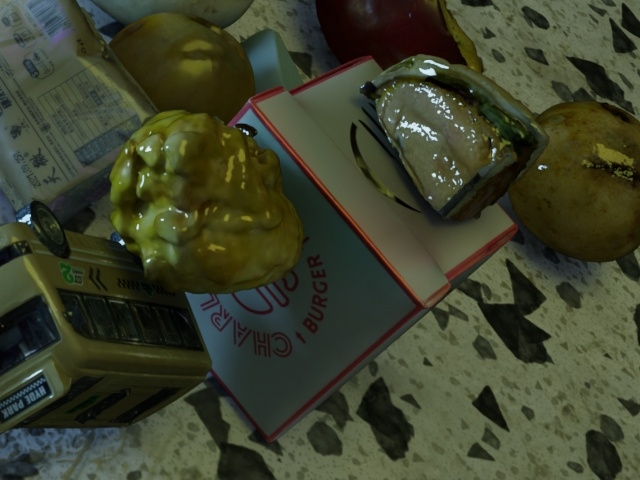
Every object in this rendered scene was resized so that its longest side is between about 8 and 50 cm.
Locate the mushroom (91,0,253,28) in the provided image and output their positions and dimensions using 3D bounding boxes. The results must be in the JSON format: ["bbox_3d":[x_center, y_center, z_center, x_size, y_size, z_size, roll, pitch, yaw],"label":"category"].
[{"bbox_3d":[-0.236,-0.436,2.276,0.356,0.315,0.315,52,16,-58],"label":"mushroom"}]

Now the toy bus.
[{"bbox_3d":[-0.263,0.093,1.706,0.201,0.177,0.365,62,15,15],"label":"toy bus"}]

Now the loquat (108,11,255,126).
[{"bbox_3d":[-0.189,-0.194,2.137,0.213,0.213,0.213,25,41,-24],"label":"loquat"}]

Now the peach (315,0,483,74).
[{"bbox_3d":[0.109,-0.336,2.544,0.361,0.201,0.258,67,10,7],"label":"peach"}]

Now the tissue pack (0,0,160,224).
[{"bbox_3d":[-0.325,-0.167,1.977,0.215,0.123,0.256,-34,75,-11],"label":"tissue pack"}]

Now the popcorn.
[{"bbox_3d":[-0.113,-0.035,1.746,0.190,0.191,0.253,17,5,24],"label":"popcorn"}]

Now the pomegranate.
[{"bbox_3d":[0.416,-0.091,2.563,0.260,0.260,0.260,25,41,-24],"label":"pomegranate"}]

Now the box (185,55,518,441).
[{"bbox_3d":[0.000,0.000,2.020,0.314,0.312,0.300,50,36,6],"label":"box"}]

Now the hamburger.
[{"bbox_3d":[0.161,-0.142,1.941,0.135,0.155,0.207,-4,50,-54],"label":"hamburger"}]

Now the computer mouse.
[{"bbox_3d":[-0.078,-0.185,2.278,0.079,0.128,0.230,5,50,-48],"label":"computer mouse"}]
